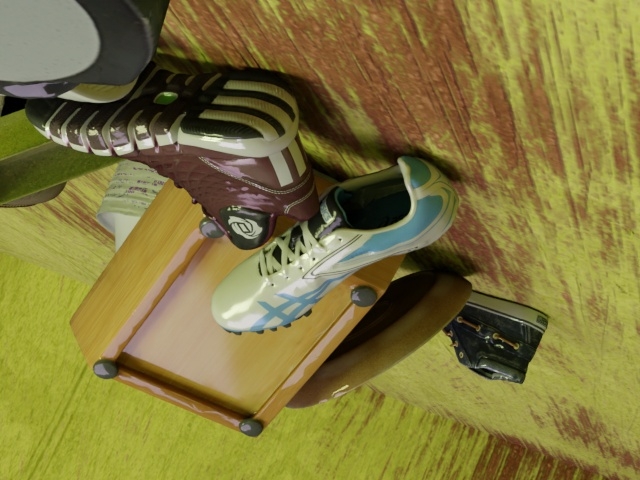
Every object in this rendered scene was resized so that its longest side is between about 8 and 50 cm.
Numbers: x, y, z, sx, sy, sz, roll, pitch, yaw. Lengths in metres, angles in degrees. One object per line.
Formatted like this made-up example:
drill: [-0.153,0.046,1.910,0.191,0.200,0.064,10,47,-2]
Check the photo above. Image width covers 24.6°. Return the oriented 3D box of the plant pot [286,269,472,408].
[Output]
plant pot: [0.051,0.096,1.546,0.032,0.236,0.236,57,161,-10]

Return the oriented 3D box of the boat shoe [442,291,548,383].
boat shoe: [0.160,0.100,1.638,0.183,0.083,0.065,14,167,38]

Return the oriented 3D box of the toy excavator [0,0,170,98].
toy excavator: [-0.031,-0.228,0.167,0.445,0.222,0.433,-6,153,40]

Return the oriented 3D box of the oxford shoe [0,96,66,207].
oxford shoe: [-0.319,-0.100,1.534,0.130,0.123,0.348,10,170,13]

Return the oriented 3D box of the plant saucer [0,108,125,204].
plant saucer: [-0.247,-0.096,1.383,0.188,0.045,0.188,-21,174,-9]

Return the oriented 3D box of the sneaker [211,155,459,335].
sneaker: [0.000,0.000,1.218,0.237,0.085,0.086,-30,135,19]

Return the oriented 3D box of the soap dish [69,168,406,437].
soap dish: [-0.079,0.051,1.397,0.229,0.118,0.291,26,127,-19]

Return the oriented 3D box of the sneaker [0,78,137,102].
sneaker: [-0.297,-0.180,1.109,0.292,0.108,0.169,29,165,-39]

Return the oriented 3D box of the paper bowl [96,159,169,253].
paper bowl: [-0.106,0.014,1.589,0.284,0.148,0.284,22,168,5]

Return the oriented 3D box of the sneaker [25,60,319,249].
sneaker: [-0.117,-0.060,1.209,0.281,0.106,0.162,14,143,39]
